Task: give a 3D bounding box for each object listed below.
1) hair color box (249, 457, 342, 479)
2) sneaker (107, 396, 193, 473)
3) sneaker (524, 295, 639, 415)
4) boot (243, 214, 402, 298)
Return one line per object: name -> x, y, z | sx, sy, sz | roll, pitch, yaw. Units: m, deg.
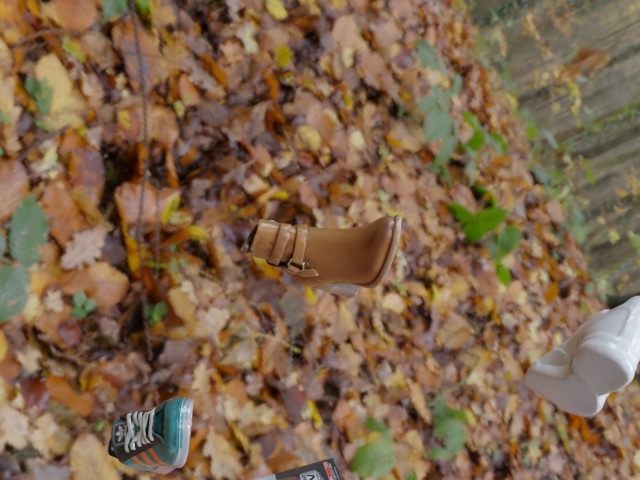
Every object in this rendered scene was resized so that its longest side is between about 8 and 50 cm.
hair color box -> -0.040, 0.316, 1.029 | 0.072, 0.141, 0.043 | -118, -161, -50
sneaker -> -0.301, 0.344, 1.502 | 0.121, 0.302, 0.108 | 11, 59, -17
sneaker -> 0.285, 0.118, 0.897 | 0.080, 0.094, 0.212 | 34, -22, 5
boot -> 0.000, 0.000, 1.462 | 0.220, 0.283, 0.109 | 23, 67, -12
